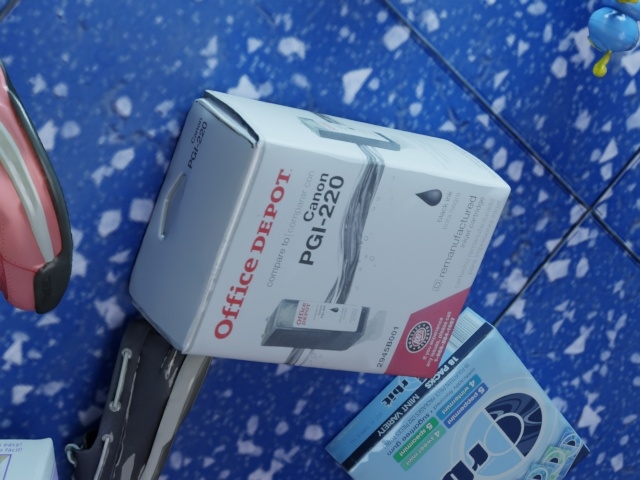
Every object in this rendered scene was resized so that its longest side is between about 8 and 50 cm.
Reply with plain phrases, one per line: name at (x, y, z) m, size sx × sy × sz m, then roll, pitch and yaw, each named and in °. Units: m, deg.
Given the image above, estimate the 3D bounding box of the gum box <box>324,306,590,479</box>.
gum box at (0.111, 0.165, 1.404) m, size 0.157 × 0.041 × 0.184 m, roll -44°, pitch 130°, yaw -5°

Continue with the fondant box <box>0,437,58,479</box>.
fondant box at (-0.218, 0.311, 1.084) m, size 0.096 × 0.330 × 0.238 m, roll -2°, pitch 121°, yaw 2°

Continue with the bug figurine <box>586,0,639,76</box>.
bug figurine at (0.170, -0.247, 1.193) m, size 0.279 × 0.072 × 0.216 m, roll 26°, pitch 93°, yaw -35°

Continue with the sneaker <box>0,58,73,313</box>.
sneaker at (-0.244, -0.080, 1.010) m, size 0.136 × 0.116 × 0.314 m, roll -25°, pitch 120°, yaw -7°

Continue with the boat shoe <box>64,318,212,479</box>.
boat shoe at (-0.140, 0.145, 1.232) m, size 0.065 × 0.075 × 0.206 m, roll 27°, pitch 109°, yaw 3°

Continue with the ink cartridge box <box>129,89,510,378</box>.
ink cartridge box at (0.000, 0.000, 1.207) m, size 0.218 × 0.092 × 0.158 m, roll 9°, pitch 110°, yaw -34°
